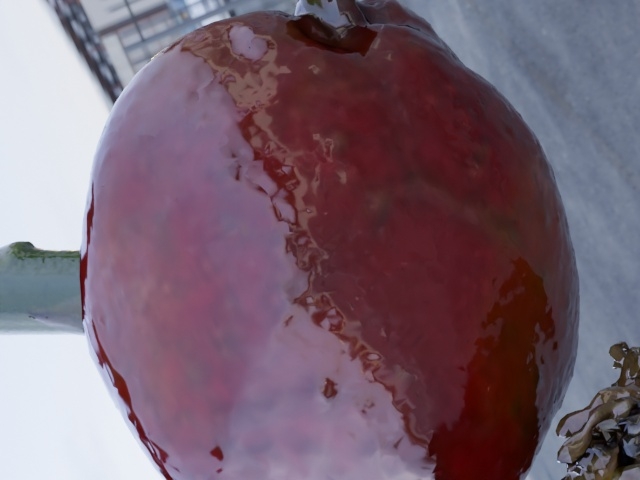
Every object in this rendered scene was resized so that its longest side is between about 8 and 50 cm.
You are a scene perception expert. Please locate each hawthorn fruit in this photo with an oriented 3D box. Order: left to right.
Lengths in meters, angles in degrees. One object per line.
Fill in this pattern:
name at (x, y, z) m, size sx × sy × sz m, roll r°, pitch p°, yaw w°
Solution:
hawthorn fruit at (0.000, 0.000, 0.580) m, size 0.265 × 0.265 × 0.307 m, roll -118°, pitch 19°, yaw -65°

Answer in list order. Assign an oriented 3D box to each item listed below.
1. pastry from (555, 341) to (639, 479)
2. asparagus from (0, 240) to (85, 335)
pastry at (0.192, 0.151, 0.512) m, size 0.274 × 0.275 × 0.193 m, roll 67°, pitch 165°, yaw -14°
asparagus at (-0.241, 0.039, 0.772) m, size 0.060 × 0.278 × 0.067 m, roll -51°, pitch -45°, yaw -70°
